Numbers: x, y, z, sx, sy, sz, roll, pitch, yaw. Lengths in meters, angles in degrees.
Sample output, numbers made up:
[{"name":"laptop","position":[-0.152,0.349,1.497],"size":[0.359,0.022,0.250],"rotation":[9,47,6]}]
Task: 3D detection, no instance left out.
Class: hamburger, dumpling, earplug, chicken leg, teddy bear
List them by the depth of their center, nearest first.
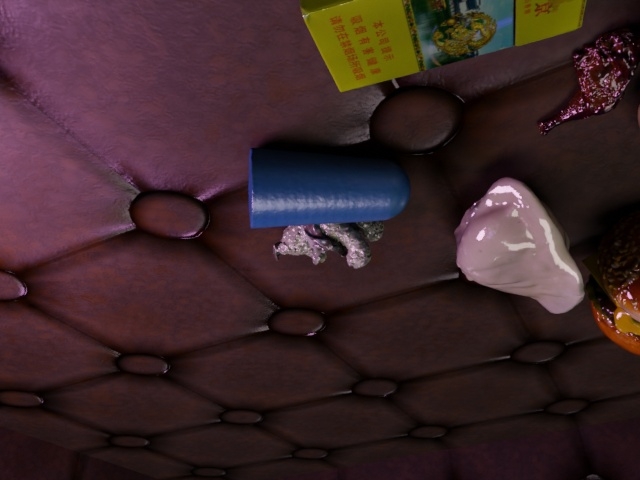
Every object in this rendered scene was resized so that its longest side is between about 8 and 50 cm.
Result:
[{"name":"chicken leg","position":[0.402,-0.226,0.900],"size":[0.093,0.053,0.205],"rotation":[20,138,9]},{"name":"earplug","position":[0.018,-0.086,1.017],"size":[0.272,0.133,0.132],"rotation":[0,145,-9]},{"name":"dumpling","position":[0.366,0.033,1.105],"size":[0.187,0.243,0.318],"rotation":[-37,152,-2]},{"name":"teddy bear","position":[0.001,-0.016,1.117],"size":[0.213,0.133,0.111],"rotation":[-2,126,24]},{"name":"hamburger","position":[0.659,0.069,1.144],"size":[0.290,0.291,0.225],"rotation":[-11,141,12]}]

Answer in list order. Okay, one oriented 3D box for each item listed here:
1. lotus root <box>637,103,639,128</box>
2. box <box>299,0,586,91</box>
[{"name":"lotus root","position":[0.537,-0.180,0.923],"size":[0.090,0.077,0.183],"rotation":[-17,158,25]},{"name":"box","position":[0.159,-0.290,0.759],"size":[0.334,0.047,0.187],"rotation":[-12,160,13]}]
